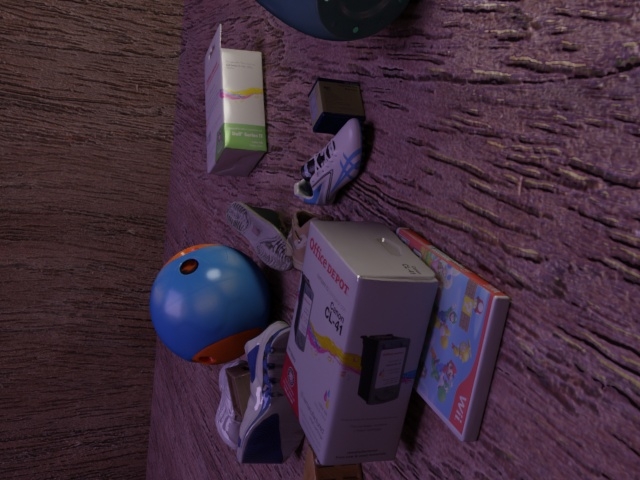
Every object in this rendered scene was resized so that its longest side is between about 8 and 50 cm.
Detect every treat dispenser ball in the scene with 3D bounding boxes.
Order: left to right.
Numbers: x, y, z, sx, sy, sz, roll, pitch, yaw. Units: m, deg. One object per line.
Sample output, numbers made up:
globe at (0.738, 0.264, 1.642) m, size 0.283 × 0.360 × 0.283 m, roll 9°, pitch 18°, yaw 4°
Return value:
treat dispenser ball at (-0.260, 0.151, 1.761) m, size 0.288 × 0.288 × 0.288 m, roll -177°, pitch 90°, yaw -69°

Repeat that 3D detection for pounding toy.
pounding toy at (-0.169, 0.349, 1.798) m, size 0.141 × 0.100 × 0.130 m, roll -175°, pitch 73°, yaw -71°

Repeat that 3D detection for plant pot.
plant pot at (0.017, -0.449, 1.146) m, size 0.235 × 0.292 × 0.293 m, roll 55°, pitch 140°, yaw 35°

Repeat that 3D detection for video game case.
video game case at (0.159, 0.120, 1.047) m, size 0.285 × 0.025 × 0.204 m, roll -137°, pitch 53°, yaw -63°

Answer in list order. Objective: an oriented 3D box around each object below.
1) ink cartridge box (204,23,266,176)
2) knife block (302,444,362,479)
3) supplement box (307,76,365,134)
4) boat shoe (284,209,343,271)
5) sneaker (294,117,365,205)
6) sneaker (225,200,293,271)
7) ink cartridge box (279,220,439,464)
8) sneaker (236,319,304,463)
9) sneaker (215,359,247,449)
ink cartridge box at (-0.232, -0.371, 1.981) m, size 0.207 × 0.119 × 0.354 m, roll 145°, pitch 124°, yaw -65°
knife block at (0.002, 0.523, 1.317) m, size 0.242 × 0.088 × 0.276 m, roll 127°, pitch 140°, yaw -55°
supplement box at (0.028, -0.243, 1.345) m, size 0.056 × 0.083 × 0.083 m, roll 130°, pitch 137°, yaw -57°
boat shoe at (0.000, 0.000, 1.366) m, size 0.302 × 0.109 × 0.098 m, roll -149°, pitch 62°, yaw -72°
sneaker at (0.017, -0.138, 1.361) m, size 0.237 × 0.086 × 0.085 m, roll 125°, pitch 143°, yaw -53°
sneaker at (-0.107, -0.015, 1.701) m, size 0.222 × 0.118 × 0.083 m, roll 45°, pitch 114°, yaw 26°
ink cartridge box at (0.047, 0.148, 1.122) m, size 0.226 × 0.131 × 0.307 m, roll -130°, pitch 45°, yaw -60°
sneaker at (-0.100, 0.306, 1.586) m, size 0.182 × 0.127 × 0.316 m, roll -138°, pitch 60°, yaw -68°
sneaker at (-0.214, 0.415, 1.895) m, size 0.115 × 0.090 × 0.232 m, roll 135°, pitch 132°, yaw -56°
